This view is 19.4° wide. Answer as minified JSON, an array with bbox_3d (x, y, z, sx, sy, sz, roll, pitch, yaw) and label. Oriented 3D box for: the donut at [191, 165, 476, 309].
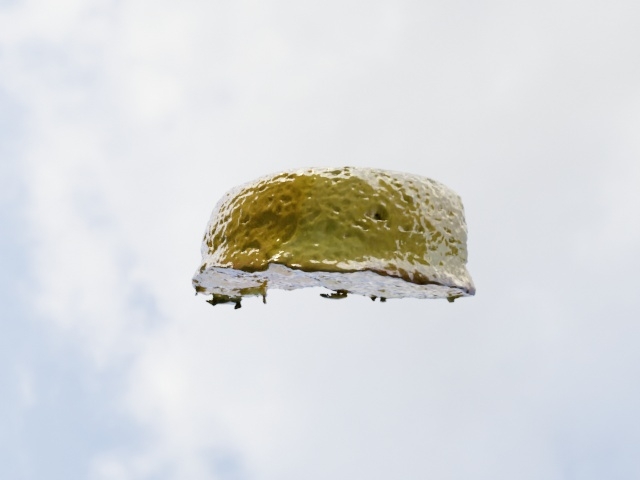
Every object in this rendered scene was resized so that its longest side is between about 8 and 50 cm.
[{"bbox_3d":[0.000,0.000,0.553,0.083,0.067,0.038,159,-63,-65],"label":"donut"}]
